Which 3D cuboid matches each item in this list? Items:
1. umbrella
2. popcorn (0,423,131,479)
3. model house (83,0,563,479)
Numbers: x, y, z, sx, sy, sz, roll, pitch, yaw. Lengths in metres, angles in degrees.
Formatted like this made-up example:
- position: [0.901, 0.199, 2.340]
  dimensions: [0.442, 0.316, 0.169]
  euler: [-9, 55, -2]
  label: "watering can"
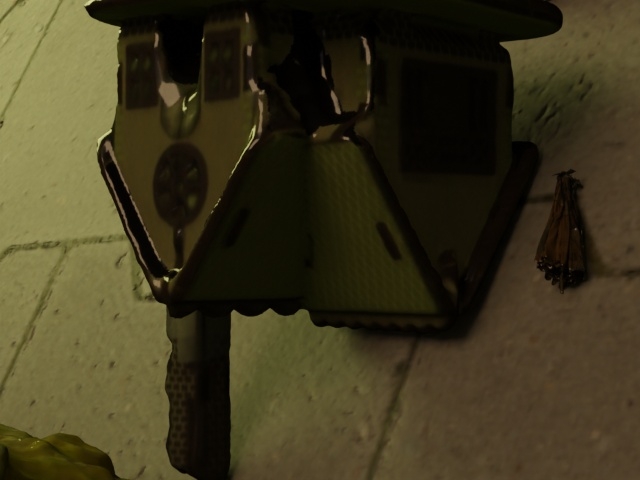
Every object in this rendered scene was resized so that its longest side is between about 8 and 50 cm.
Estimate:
- position: [0.125, -0.005, 0.792]
  dimensions: [0.020, 0.031, 0.083]
  euler: [125, 163, -53]
  label: "umbrella"
- position: [-0.194, 0.214, 0.778]
  dimensions: [0.237, 0.206, 0.251]
  euler: [10, 82, 31]
  label: "popcorn"
- position: [0.000, 0.000, 0.826]
  dimensions: [0.218, 0.205, 0.278]
  euler: [-2, 86, 46]
  label: "model house"
